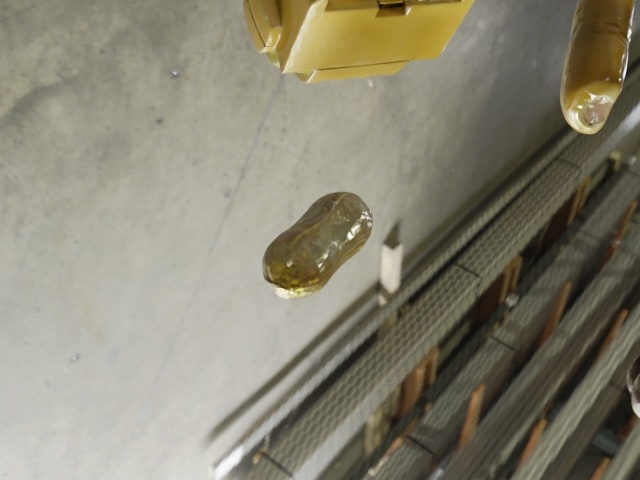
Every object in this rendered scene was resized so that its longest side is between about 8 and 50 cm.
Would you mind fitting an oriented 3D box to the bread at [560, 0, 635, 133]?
[{"bbox_3d":[0.449,-0.316,1.252,0.142,0.091,0.305,100,9,-57],"label":"bread"}]

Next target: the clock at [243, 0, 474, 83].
[{"bbox_3d":[0.019,-0.362,0.921,0.244,0.317,0.200,-9,164,-25],"label":"clock"}]

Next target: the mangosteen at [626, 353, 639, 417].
[{"bbox_3d":[0.737,0.284,1.355,0.382,0.435,0.382,-41,-174,5],"label":"mangosteen"}]

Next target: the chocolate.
[{"bbox_3d":[0.000,0.000,1.438,0.309,0.134,0.134,-40,147,-47],"label":"chocolate"}]
